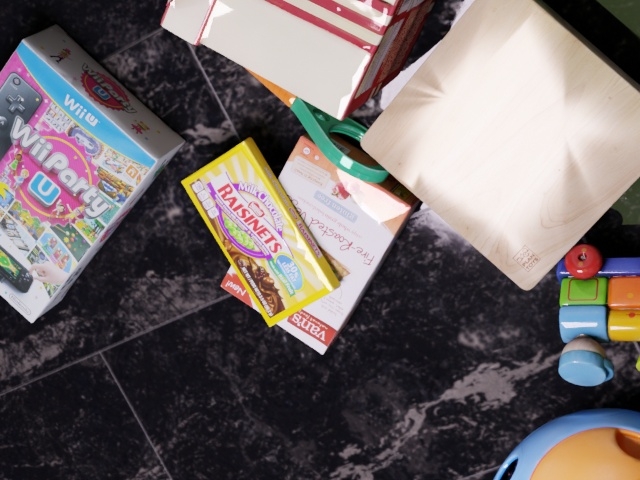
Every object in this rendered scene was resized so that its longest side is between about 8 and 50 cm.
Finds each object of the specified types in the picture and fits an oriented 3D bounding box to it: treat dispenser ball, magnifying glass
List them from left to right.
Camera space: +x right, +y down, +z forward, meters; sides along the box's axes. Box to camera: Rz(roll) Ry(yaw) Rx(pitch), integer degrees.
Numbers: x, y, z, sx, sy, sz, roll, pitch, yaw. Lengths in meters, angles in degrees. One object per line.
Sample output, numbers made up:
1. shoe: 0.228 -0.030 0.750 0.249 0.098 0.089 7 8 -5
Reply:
1. magnifying glass: -0.008 -0.149 1.771 0.231 0.092 0.026 40 121 14
2. treat dispenser ball: 0.325 0.332 1.702 0.288 0.288 0.288 7 111 18

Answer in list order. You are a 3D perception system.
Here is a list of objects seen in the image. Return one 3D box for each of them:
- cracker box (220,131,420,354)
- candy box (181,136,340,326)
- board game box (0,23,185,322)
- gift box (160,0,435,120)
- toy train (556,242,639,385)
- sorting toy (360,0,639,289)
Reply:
1. cracker box: 0.000 0.000 1.824 0.155 0.067 0.232 33 117 7
2. candy box: -0.071 -0.009 1.797 0.105 0.027 0.206 -31 92 26
3. board game box: -0.347 -0.082 1.907 0.224 0.097 0.303 42 116 1
4. gift box: -0.013 -0.306 1.608 0.258 0.276 0.255 30 111 9
5. toy train: 0.380 0.086 1.659 0.248 0.143 0.105 -1 149 20
6. sorting toy: 0.224 -0.126 1.684 0.255 0.089 0.257 41 118 2
